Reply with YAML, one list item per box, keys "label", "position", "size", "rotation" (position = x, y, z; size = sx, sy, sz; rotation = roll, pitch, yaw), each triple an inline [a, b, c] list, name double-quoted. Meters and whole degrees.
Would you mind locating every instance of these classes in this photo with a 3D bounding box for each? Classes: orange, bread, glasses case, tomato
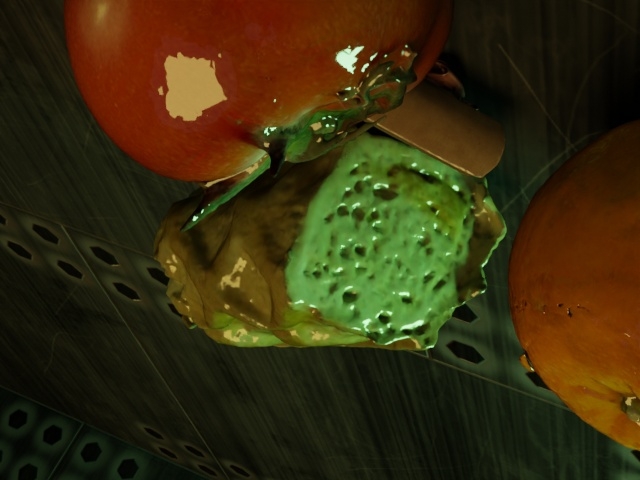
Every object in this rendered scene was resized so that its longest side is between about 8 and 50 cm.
- label: "orange"
  position: [0.272, 0.039, 0.841]
  size: [0.284, 0.226, 0.284]
  rotation: [30, 162, 10]
- label: "bread"
  position: [-0.004, 0.005, 1.086]
  size: [0.238, 0.196, 0.252]
  rotation: [8, 175, -29]
- label: "glasses case"
  position: [0.061, -0.123, 0.979]
  size: [0.193, 0.070, 0.102]
  rotation: [28, -177, -1]
- label: "tomato"
  position: [-0.042, -0.151, 0.797]
  size: [0.224, 0.256, 0.256]
  rotation: [57, 156, 7]
